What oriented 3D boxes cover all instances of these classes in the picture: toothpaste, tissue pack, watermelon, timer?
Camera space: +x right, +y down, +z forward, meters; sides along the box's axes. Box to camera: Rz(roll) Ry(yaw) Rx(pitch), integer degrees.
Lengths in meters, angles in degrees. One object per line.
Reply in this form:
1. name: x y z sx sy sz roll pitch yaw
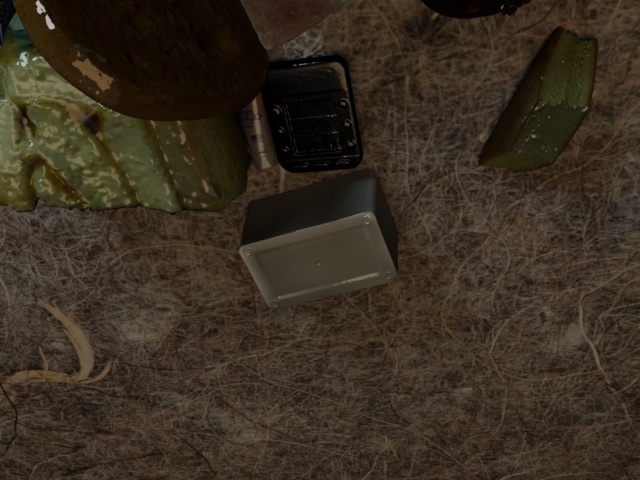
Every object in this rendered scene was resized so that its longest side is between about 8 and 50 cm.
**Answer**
1. toothpaste: -0.110 -0.211 1.139 0.067 0.043 0.194 6 119 44
2. tissue pack: 0.000 0.001 1.251 0.246 0.136 0.159 -14 123 15
3. watermelon: -0.040 -0.395 0.958 0.262 0.213 0.201 26 140 -7
4. timer: -0.012 -0.203 1.155 0.144 0.055 0.187 -3 121 15

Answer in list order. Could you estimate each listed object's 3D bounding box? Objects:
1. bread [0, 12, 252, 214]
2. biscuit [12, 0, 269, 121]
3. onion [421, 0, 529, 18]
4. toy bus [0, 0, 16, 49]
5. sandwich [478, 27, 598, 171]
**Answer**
1. bread: -0.297 -0.205 1.062 0.395 0.239 0.264 2 126 -6
2. biscuit: -0.229 -0.290 0.928 0.063 0.367 0.314 -40 80 35
3. onion: 0.232 -0.398 0.895 0.281 0.221 0.281 5 133 5
4. toy bus: -0.482 -0.402 1.024 0.079 0.094 0.236 13 124 3
5. sandwich: 0.343 -0.195 1.112 0.094 0.096 0.258 13 128 -12
